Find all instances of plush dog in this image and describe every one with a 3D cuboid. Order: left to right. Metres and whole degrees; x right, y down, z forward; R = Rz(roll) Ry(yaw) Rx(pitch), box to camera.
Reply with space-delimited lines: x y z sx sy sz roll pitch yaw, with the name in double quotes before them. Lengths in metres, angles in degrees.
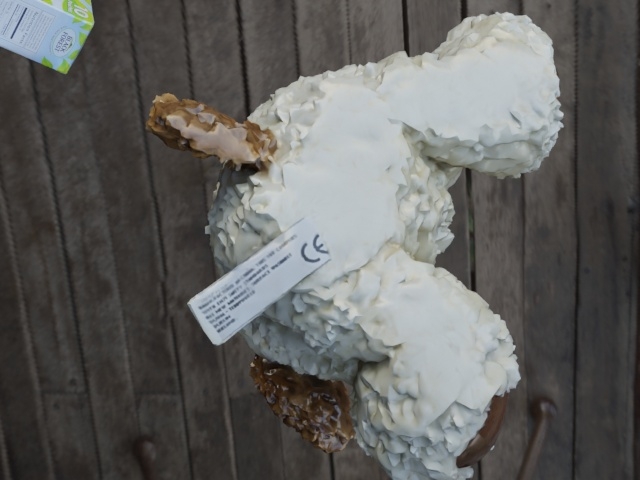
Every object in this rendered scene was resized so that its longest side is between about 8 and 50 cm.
"plush dog" 0.000 0.000 0.558 0.211 0.225 0.262 14 72 -7

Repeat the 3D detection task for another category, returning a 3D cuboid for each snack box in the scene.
"snack box" -0.180 -0.155 0.529 0.100 0.141 0.037 22 117 -31
